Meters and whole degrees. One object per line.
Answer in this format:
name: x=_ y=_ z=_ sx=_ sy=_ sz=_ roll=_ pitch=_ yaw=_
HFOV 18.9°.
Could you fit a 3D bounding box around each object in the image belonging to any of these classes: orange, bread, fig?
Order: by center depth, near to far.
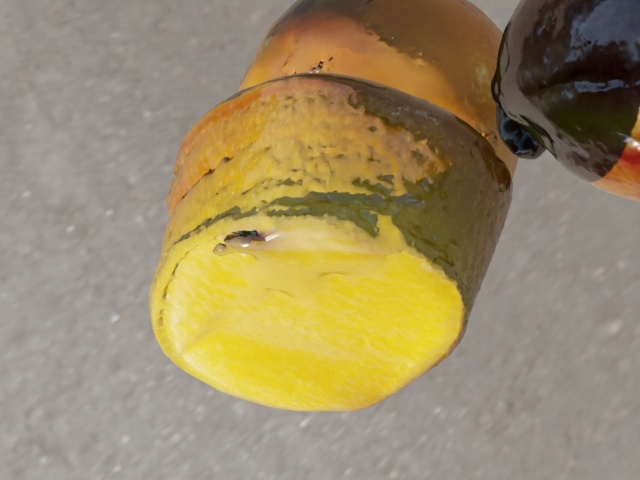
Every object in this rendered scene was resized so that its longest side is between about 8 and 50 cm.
bread: x=0.000 y=0.000 z=1.152 sx=0.195 sy=0.142 sz=0.270 roll=21 pitch=149 yaw=-13
fig: x=0.244 y=-0.117 z=1.220 sx=0.263 sy=0.224 sz=0.224 roll=13 pitch=110 yaw=10
orange: x=0.049 y=-0.101 z=1.594 sx=0.246 sy=0.246 sz=0.246 roll=7 pitch=108 yaw=22
